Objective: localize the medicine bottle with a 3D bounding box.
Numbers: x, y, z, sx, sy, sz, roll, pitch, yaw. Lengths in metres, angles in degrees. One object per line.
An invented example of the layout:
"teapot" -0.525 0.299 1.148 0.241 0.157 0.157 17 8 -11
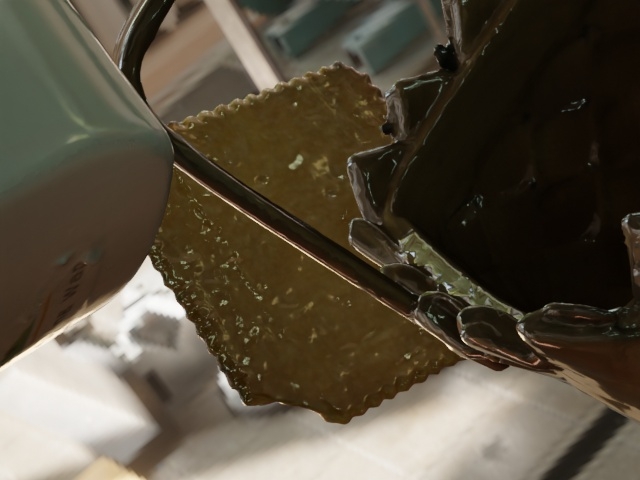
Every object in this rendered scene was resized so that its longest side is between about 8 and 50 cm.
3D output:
"medicine bottle" -0.182 0.037 0.413 0.296 0.111 0.161 -32 -6 -38

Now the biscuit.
"biscuit" 0.000 0.000 1.063 0.237 0.232 0.013 -25 -16 -35

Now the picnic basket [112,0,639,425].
"picnic basket" 0.109 -0.069 0.628 0.254 0.321 0.291 -55 18 1
